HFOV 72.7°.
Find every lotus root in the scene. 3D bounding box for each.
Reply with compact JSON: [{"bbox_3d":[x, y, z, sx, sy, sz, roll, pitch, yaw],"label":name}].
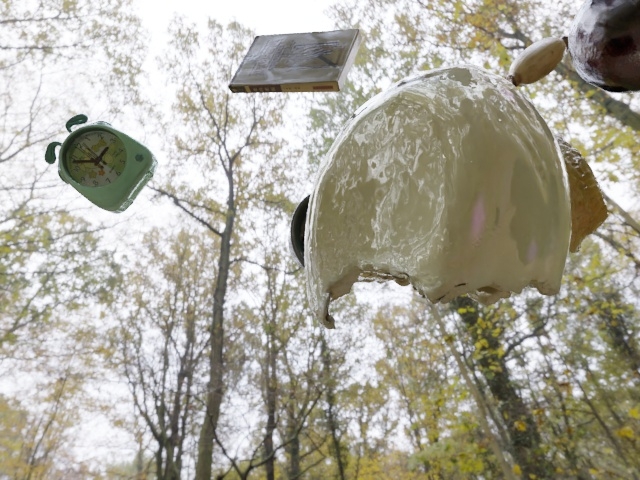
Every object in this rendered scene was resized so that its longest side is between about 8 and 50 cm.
[{"bbox_3d":[0.401,-0.333,0.818,0.150,0.073,0.062,-37,-72,-4],"label":"lotus root"}]

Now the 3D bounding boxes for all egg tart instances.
[{"bbox_3d":[0.437,-0.097,0.768,0.098,0.252,0.232,-20,-87,28],"label":"egg tart"}]

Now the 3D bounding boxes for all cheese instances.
[{"bbox_3d":[0.089,-0.025,0.416,0.127,0.233,0.266,16,-16,-32],"label":"cheese"}]

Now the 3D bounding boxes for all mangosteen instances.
[{"bbox_3d":[0.354,-0.244,0.479,0.152,0.152,0.153,-5,-47,-5],"label":"mangosteen"}]

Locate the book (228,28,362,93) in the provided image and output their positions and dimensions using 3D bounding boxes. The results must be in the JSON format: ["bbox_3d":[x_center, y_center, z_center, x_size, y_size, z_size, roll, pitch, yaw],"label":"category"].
[{"bbox_3d":[-0.049,-0.345,0.838,0.230,0.161,0.026,7,-31,22],"label":"book"}]

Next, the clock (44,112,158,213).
[{"bbox_3d":[-0.427,-0.156,0.845,0.188,0.060,0.148,36,-97,-2],"label":"clock"}]

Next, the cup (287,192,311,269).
[{"bbox_3d":[0.000,0.000,0.963,0.199,0.199,0.150,16,-16,-22],"label":"cup"}]
